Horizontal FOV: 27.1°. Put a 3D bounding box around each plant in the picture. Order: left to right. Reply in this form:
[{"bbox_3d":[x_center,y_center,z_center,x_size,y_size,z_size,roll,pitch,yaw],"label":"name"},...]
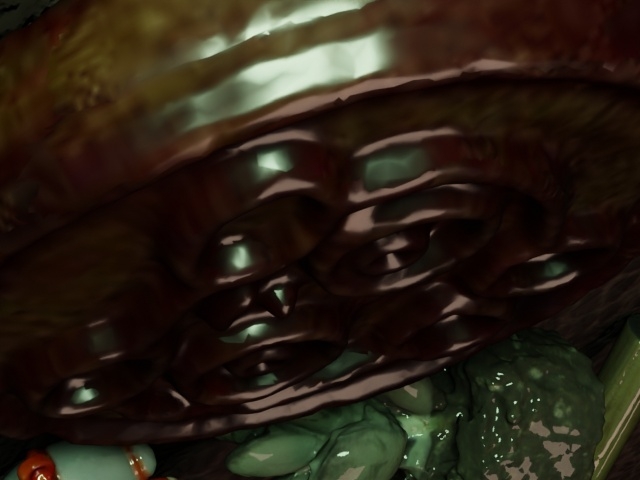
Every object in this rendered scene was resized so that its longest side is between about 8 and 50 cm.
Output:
[{"bbox_3d":[0.057,0.129,0.947,0.274,0.149,0.146,-4,101,-18],"label":"plant"}]

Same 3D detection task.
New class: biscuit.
[{"bbox_3d":[0.000,0.000,0.629,0.407,0.091,0.407,-17,156,-8],"label":"biscuit"}]

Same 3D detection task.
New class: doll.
[{"bbox_3d":[-0.154,0.184,0.878,0.142,0.076,0.245,-31,157,-10],"label":"doll"}]

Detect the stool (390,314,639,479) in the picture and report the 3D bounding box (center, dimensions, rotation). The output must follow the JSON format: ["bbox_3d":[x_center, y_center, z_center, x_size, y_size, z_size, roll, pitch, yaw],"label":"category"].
[{"bbox_3d":[0.251,0.243,1.166,0.310,0.310,0.226,-2,134,-43],"label":"stool"}]
